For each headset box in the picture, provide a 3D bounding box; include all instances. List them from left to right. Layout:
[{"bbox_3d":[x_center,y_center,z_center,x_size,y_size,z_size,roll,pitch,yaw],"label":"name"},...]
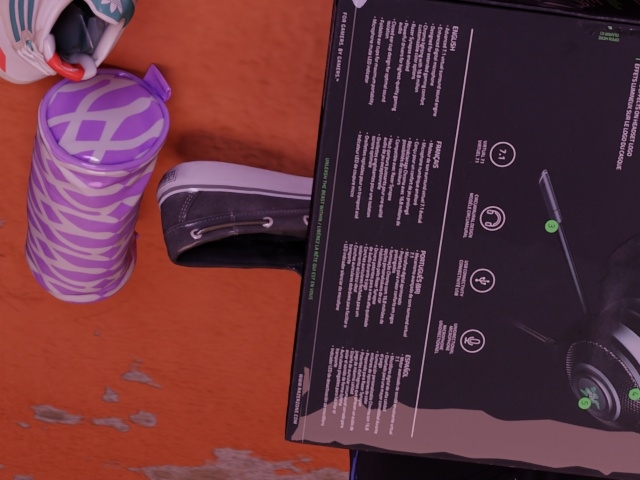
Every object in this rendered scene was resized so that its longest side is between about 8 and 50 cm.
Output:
[{"bbox_3d":[0.134,-0.011,0.743,0.283,0.131,0.246,6,107,-1],"label":"headset box"}]

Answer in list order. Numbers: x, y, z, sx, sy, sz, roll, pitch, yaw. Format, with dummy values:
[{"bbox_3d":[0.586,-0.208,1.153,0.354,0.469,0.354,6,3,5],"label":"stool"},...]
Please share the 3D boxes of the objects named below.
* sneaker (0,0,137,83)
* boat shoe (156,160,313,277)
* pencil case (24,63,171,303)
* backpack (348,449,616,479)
[{"bbox_3d":[-0.153,-0.119,0.783,0.057,0.075,0.161,26,144,-30],"label":"sneaker"},{"bbox_3d":[0.000,0.000,0.942,0.228,0.076,0.080,9,151,-22],"label":"boat shoe"},{"bbox_3d":[-0.151,-0.032,0.928,0.088,0.086,0.206,-26,163,-24],"label":"pencil case"},{"bbox_3d":[0.165,0.156,1.035,0.263,0.277,0.213,-14,150,19],"label":"backpack"}]
